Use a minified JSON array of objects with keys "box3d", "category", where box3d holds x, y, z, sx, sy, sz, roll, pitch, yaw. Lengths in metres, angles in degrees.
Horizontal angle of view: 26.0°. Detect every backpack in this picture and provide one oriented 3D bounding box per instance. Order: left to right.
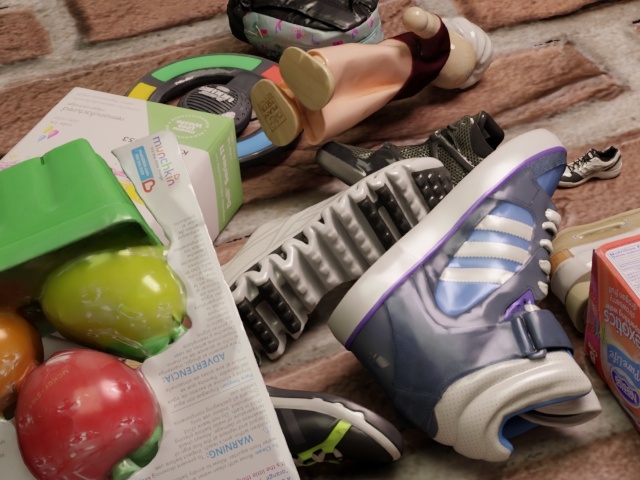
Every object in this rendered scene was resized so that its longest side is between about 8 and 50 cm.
[{"box3d":[-0.006,-0.278,1.725,0.182,0.115,0.152,24,60,27],"category":"backpack"}]

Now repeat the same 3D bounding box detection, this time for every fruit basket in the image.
[{"box3d":[-0.220,0.111,1.175,0.327,0.165,0.353,-23,73,1],"category":"fruit basket"}]

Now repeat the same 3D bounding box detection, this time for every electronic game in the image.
[{"box3d":[-0.126,-0.153,1.640,0.229,0.048,0.229,-2,41,2],"category":"electronic game"}]

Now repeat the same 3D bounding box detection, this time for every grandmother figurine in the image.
[{"box3d":[0.075,-0.188,1.578,0.342,0.208,0.104,-21,83,-44],"category":"grandmother figurine"}]

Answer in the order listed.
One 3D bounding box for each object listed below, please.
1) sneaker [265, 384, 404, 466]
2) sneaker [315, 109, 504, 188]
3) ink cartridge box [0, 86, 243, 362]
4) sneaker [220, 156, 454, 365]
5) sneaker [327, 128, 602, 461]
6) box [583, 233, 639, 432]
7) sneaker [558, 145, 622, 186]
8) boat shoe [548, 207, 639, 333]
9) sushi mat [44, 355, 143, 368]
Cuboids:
[{"box3d":[-0.043,0.186,1.244,0.235,0.084,0.097,9,67,16],"category":"sneaker"},{"box3d":[0.111,-0.086,1.477,0.228,0.087,0.130,20,89,23],"category":"sneaker"},{"box3d":[-0.245,-0.006,1.415,0.207,0.119,0.353,12,40,18],"category":"ink cartridge box"},{"box3d":[0.000,0.000,1.390,0.292,0.110,0.118,-33,32,-11],"category":"sneaker"},{"box3d":[0.188,0.063,1.296,0.236,0.130,0.323,42,62,14],"category":"sneaker"},{"box3d":[0.411,0.064,1.278,0.300,0.142,0.154,-15,42,-13],"category":"box"},{"box3d":[0.294,-0.085,1.538,0.083,0.037,0.032,-15,44,-10],"category":"sneaker"},{"box3d":[0.370,-0.006,1.383,0.302,0.113,0.103,-15,48,-11],"category":"boat shoe"},{"box3d":[-0.323,0.160,1.319,0.317,0.019,0.151,2,41,6],"category":"sushi mat"}]
